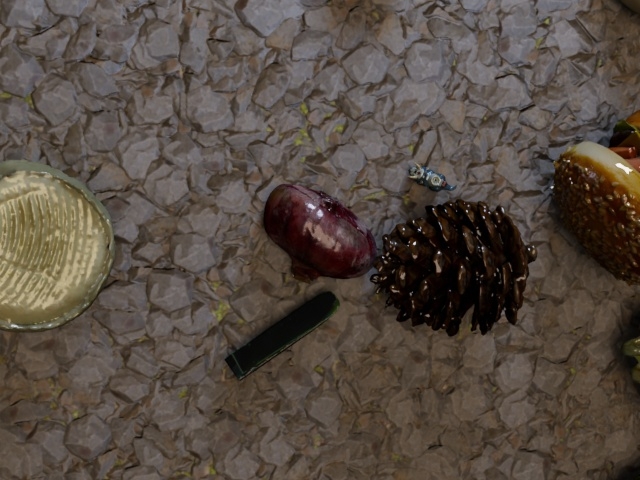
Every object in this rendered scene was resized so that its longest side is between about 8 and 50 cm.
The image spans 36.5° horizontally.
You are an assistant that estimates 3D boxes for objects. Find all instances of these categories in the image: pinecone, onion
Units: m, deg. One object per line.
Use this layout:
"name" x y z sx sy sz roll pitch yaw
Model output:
"pinecone" 0.219 0.043 1.558 0.272 0.224 0.224 -5 99 -9
"onion" 0.000 0.000 1.565 0.206 0.098 0.151 25 91 -14

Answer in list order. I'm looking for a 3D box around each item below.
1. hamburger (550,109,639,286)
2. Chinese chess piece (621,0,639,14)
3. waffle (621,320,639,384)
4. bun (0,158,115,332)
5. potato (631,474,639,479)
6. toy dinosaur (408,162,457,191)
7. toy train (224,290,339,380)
"hamburger" 0.521 -0.064 1.582 0.225 0.291 0.291 -33 103 -5
"Chinese chess piece" 0.596 -0.500 1.618 0.273 0.102 0.273 -2 98 -13
"waffle" 0.693 0.194 1.707 0.309 0.056 0.292 -42 104 -6
"bun" -0.436 0.011 1.450 0.259 0.152 0.259 -5 101 -23
"potato" 0.621 0.506 1.710 0.304 0.216 0.216 -39 103 -14
"toy dinosaur" 0.184 -0.101 1.615 0.083 0.047 0.030 24 91 -12
"toy train" -0.059 0.155 1.602 0.209 0.042 0.044 -34 81 -6
